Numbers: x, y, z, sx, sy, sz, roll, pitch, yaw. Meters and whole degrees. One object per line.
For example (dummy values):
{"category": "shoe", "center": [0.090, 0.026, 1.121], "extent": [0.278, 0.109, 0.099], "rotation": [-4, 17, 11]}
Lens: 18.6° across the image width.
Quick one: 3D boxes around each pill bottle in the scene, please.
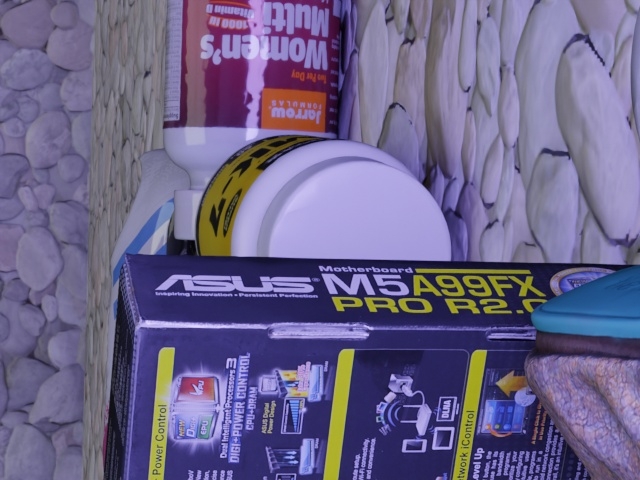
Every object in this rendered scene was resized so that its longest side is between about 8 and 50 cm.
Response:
{"category": "pill bottle", "center": [-0.047, -0.110, 1.336], "extent": [0.121, 0.121, 0.221], "rotation": [-176, 87, -78]}
{"category": "pill bottle", "center": [0.000, 0.000, 1.112], "extent": [0.208, 0.119, 0.119], "rotation": [-162, 74, -77]}

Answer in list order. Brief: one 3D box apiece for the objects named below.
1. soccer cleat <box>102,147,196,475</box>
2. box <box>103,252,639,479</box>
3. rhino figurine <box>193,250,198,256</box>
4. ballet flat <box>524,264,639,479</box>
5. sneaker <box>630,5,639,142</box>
{"category": "soccer cleat", "center": [-0.131, 0.077, 1.683], "extent": [0.143, 0.116, 0.331], "rotation": [36, 118, 51]}
{"category": "box", "center": [0.020, 0.139, 0.772], "extent": [0.060, 0.216, 0.270], "rotation": [-113, 26, -63]}
{"category": "rhino figurine", "center": [-0.070, 0.062, 1.537], "extent": [0.106, 0.073, 0.243], "rotation": [-121, 33, -73]}
{"category": "ballet flat", "center": [0.144, 0.056, 0.544], "extent": [0.316, 0.107, 0.106], "rotation": [171, 81, -83]}
{"category": "sneaker", "center": [0.149, -0.051, 0.517], "extent": [0.222, 0.083, 0.118], "rotation": [107, 160, -48]}
